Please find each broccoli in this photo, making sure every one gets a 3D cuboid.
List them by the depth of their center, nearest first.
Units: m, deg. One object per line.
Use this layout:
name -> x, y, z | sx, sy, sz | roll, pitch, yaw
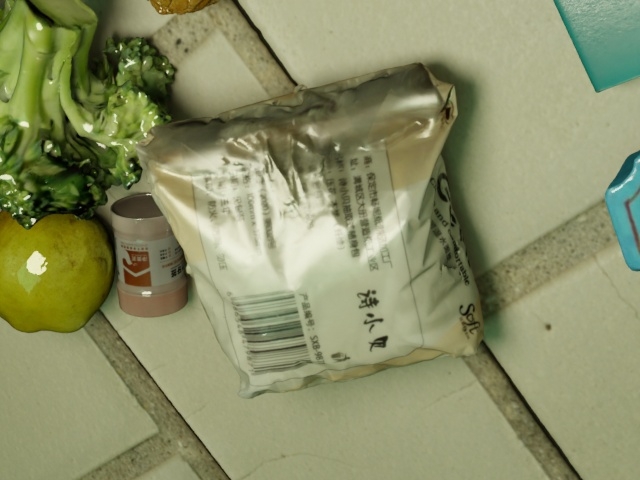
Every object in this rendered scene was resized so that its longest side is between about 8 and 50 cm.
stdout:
broccoli -> -0.366, -0.183, 1.404 | 0.317, 0.277, 0.338 | -14, 113, 35

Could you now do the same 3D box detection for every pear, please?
pear -> -0.381, 0.029, 1.554 | 0.200, 0.200, 0.200 | 9, 116, 19

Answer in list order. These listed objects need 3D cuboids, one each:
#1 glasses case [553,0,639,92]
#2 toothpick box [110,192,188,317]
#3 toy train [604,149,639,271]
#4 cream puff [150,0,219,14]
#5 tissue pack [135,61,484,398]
glasses case -> 0.290, -0.318, 1.183 | 0.117, 0.070, 0.301 | -19, 106, 35
toothpick box -> -0.237, 0.020, 1.538 | 0.098, 0.098, 0.149 | 8, 114, 20
toy train -> 0.478, -0.033, 1.166 | 0.300, 0.188, 0.265 | -15, 102, 29
cream puff -> -0.174, -0.337, 1.325 | 0.126, 0.103, 0.144 | -45, 64, 55
tissue pack -> 0.000, 0.000, 1.356 | 0.390, 0.195, 0.375 | -10, 111, 10
